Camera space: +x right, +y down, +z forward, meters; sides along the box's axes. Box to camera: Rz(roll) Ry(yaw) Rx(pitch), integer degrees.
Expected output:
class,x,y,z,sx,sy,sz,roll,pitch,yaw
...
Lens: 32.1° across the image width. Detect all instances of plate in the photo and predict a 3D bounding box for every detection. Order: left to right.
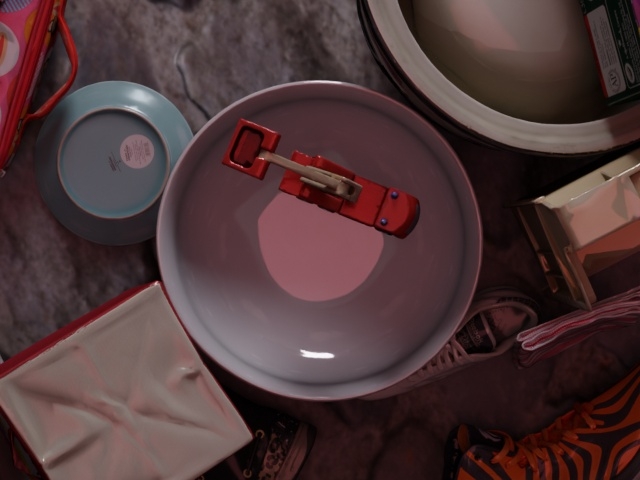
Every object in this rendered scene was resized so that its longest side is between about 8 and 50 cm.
class,x,y,z,sx,sy,sz,roll,pitch,yaw
plate,-0.233,-0.087,1.260,0.188,0.024,0.188,0,94,0

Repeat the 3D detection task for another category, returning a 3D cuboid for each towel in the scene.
class,x,y,z,sx,sy,sz,roll,pitch,yaw
towel,0.278,0.101,1.200,0.144,0.197,0.029,-21,75,3

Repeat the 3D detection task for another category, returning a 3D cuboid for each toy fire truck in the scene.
class,x,y,z,sx,sy,sz,roll,pitch,yaw
toy fire truck,0.007,-0.055,1.069,0.192,0.135,0.047,22,90,1

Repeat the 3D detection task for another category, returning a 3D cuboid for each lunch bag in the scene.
class,x,y,z,sx,sy,sz,roll,pitch,yaw
lunch bag,-0.394,-0.208,1.206,0.258,0.120,0.293,17,96,-6

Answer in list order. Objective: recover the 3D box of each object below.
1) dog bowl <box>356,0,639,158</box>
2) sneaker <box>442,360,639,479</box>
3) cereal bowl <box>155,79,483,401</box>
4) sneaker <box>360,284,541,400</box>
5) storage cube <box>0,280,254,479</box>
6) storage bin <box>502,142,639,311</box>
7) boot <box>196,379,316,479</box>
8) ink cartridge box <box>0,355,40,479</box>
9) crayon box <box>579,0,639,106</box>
class,x,y,z,sx,sy,sz,roll,pitch,yaw
dog bowl,0.219,-0.275,1.157,0.408,0.150,0.408,1,85,-10
sneaker,0.253,0.233,1.243,0.180,0.124,0.321,36,93,-4
cereal bowl,0.000,0.000,1.206,0.339,0.141,0.339,0,90,1
sneaker,0.133,0.115,1.247,0.235,0.095,0.090,-26,96,3
storage cube,-0.207,0.167,1.101,0.215,0.193,0.183,-32,95,-18
storage bin,0.348,-0.044,1.157,0.262,0.260,0.123,-27,91,1
boot,-0.134,0.271,1.261,0.178,0.085,0.236,32,87,-1
ink cartridge box,-0.388,0.211,1.155,0.117,0.278,0.201,-25,94,-2
crayon box,0.388,-0.342,1.064,0.313,0.106,0.363,-14,89,-12
